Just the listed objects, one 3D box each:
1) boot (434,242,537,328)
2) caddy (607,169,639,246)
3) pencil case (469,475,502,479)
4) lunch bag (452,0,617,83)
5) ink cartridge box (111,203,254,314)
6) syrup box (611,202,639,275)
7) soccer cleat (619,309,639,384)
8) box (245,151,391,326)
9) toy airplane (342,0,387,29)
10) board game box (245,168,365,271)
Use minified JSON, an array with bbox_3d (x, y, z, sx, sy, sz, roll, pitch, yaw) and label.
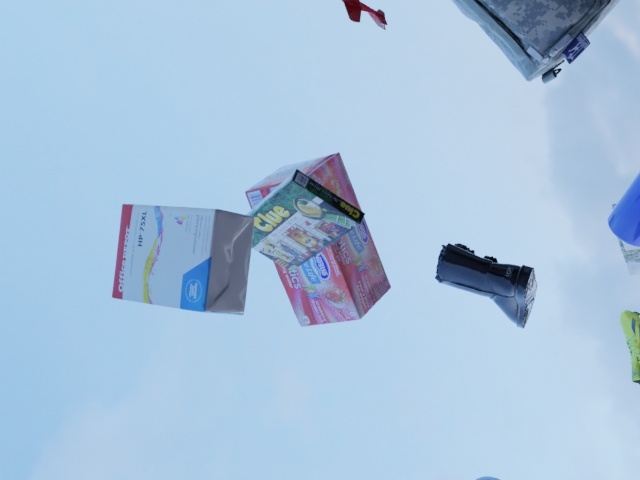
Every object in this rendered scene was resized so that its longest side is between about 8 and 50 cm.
[{"bbox_3d":[0.361,0.094,2.034,0.207,0.094,0.246,18,161,22],"label":"boot"},{"bbox_3d":[0.537,-0.024,1.164,0.341,0.179,0.241,6,-136,-25],"label":"caddy"},{"bbox_3d":[0.262,0.372,1.068,0.273,0.113,0.124,34,-144,-26],"label":"pencil case"},{"bbox_3d":[0.342,-0.433,1.563,0.305,0.212,0.256,45,-116,3],"label":"lunch bag"},{"bbox_3d":[-0.203,0.022,1.256,0.078,0.231,0.134,9,-94,-52],"label":"ink cartridge box"},{"bbox_3d":[0.809,-0.006,2.360,0.237,0.093,0.096,47,-142,-53],"label":"syrup box"},{"bbox_3d":[0.864,0.316,2.473,0.289,0.121,0.093,63,179,25],"label":"soccer cleat"},{"bbox_3d":[0.000,0.000,1.805,0.142,0.154,0.300,-40,-67,-49],"label":"box"},{"bbox_3d":[0.092,-0.505,2.027,0.151,0.028,0.151,30,-148,-21],"label":"toy airplane"},{"bbox_3d":[-0.045,-0.027,1.569,0.136,0.259,0.030,34,-121,-13],"label":"board game box"}]
